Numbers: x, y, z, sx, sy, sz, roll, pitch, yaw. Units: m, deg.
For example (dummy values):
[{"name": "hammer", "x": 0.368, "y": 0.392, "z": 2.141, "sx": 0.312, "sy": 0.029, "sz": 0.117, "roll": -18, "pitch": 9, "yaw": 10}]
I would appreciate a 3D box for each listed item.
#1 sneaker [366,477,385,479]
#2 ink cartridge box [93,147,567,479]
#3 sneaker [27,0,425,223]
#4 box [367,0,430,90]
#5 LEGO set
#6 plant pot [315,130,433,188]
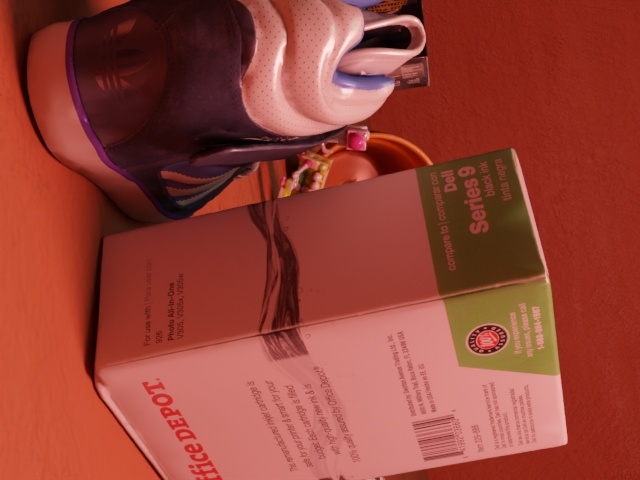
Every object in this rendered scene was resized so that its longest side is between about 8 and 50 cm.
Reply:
[{"name": "sneaker", "x": 0.048, "y": 0.301, "z": 1.500, "sx": 0.234, "sy": 0.078, "sz": 0.106, "roll": 62, "pitch": 23, "yaw": -61}, {"name": "ink cartridge box", "x": 0.013, "y": 0.071, "z": 0.790, "sx": 0.211, "sy": 0.289, "sz": 0.121, "roll": 71, "pitch": 10, "yaw": -50}, {"name": "sneaker", "x": -0.038, "y": -0.097, "z": 0.795, "sx": 0.323, "sy": 0.236, "sz": 0.130, "roll": 31, "pitch": 51, "yaw": -79}, {"name": "box", "x": 0.035, "y": -0.266, "z": 1.554, "sx": 0.175, "sy": 0.220, "sz": 0.051, "roll": -89, "pitch": 170, "yaw": -47}, {"name": "LEGO set", "x": 0.000, "y": 0.000, "z": 1.393, "sx": 0.107, "sy": 0.132, "sz": 0.287, "roll": -49, "pitch": 136, "yaw": -68}, {"name": "plant pot", "x": 0.058, "y": -0.064, "z": 1.642, "sx": 0.188, "sy": 0.205, "sz": 0.205, "roll": -129, "pitch": -153, "yaw": -75}]
